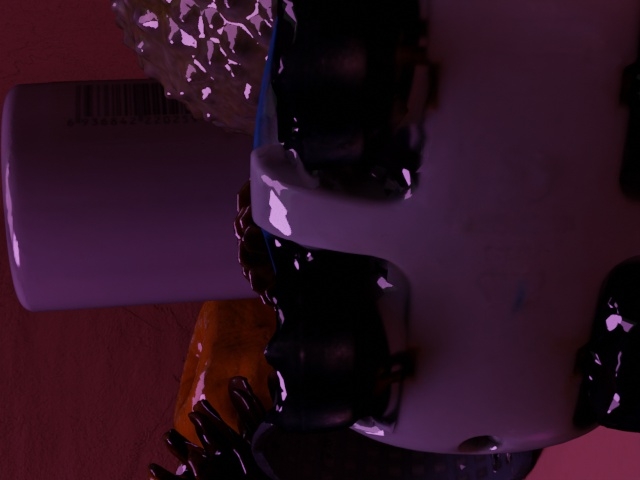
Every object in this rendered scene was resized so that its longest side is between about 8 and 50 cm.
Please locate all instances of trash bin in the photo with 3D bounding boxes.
[{"bbox_3d":[0.048,0.071,0.745,0.175,0.175,0.161,101,174,-56],"label":"trash bin"}]

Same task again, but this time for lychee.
[{"bbox_3d":[-0.010,-0.180,0.672,0.274,0.255,0.255,-100,9,-77],"label":"lychee"}]

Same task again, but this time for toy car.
[{"bbox_3d":[0.066,-0.039,0.475,0.190,0.188,0.255,-93,1,-61],"label":"toy car"}]

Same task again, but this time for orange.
[{"bbox_3d":[-0.081,0.178,1.460,0.249,0.183,0.249,-164,90,-79],"label":"orange"}]

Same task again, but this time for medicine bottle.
[{"bbox_3d":[-0.112,-0.047,1.068,0.208,0.339,0.208,177,90,-80],"label":"medicine bottle"}]

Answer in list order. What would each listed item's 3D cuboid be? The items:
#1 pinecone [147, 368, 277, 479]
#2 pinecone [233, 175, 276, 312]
[{"bbox_3d":[-0.056,0.257,1.137,0.264,0.264,0.264,177,90,-81],"label":"pinecone"},{"bbox_3d":[0.007,-0.002,0.894,0.165,0.163,0.163,-68,-22,-75],"label":"pinecone"}]
